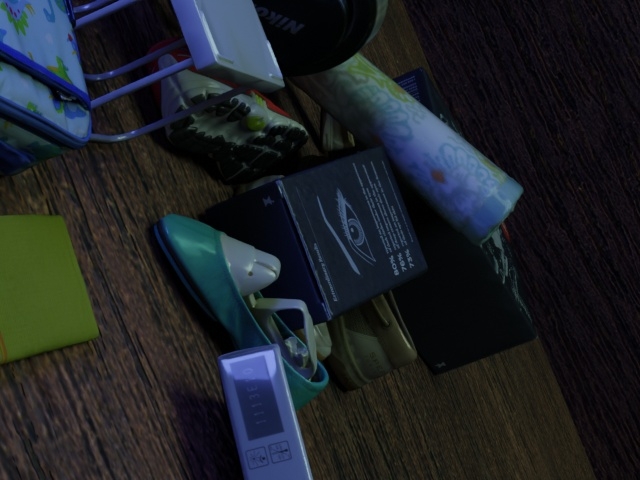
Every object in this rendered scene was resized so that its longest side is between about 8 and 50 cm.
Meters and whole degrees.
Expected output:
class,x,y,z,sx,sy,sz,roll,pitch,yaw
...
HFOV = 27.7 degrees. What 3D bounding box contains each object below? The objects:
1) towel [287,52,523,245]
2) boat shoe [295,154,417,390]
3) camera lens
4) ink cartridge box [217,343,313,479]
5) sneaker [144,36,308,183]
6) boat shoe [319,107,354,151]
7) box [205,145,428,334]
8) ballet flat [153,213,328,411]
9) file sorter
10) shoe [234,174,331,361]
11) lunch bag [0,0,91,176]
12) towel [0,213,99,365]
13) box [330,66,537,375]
class,x,y,z,sx,sy,sz,roll,pitch,yaw
towel,0.106,-0.128,1.596,0.320,0.090,0.374,39,7,5
boat shoe,0.047,0.025,1.626,0.121,0.110,0.341,47,25,-52
camera lens,-0.035,-0.321,1.317,0.219,0.219,0.274,52,34,-44
ink cartridge box,-0.029,0.259,1.134,0.239,0.060,0.275,93,-17,-64
sneaker,-0.100,-0.147,1.394,0.118,0.107,0.279,61,9,20
boat shoe,0.032,-0.207,1.873,0.063,0.059,0.170,-97,-171,-54
box,0.000,0.000,1.371,0.207,0.108,0.153,-21,91,-53
ballet flat,-0.063,0.059,1.236,0.247,0.087,0.083,60,11,-26
file sorter,-0.178,-0.234,1.100,0.277,0.173,0.193,69,14,4
shoe,-0.030,0.030,1.451,0.219,0.058,0.076,67,15,0
lunch bag,-0.249,-0.145,0.896,0.219,0.090,0.176,32,41,-64
towel,-0.219,0.034,0.877,0.237,0.021,0.102,-9,82,-76
box,0.169,-0.025,1.990,0.343,0.179,0.312,52,23,-44
